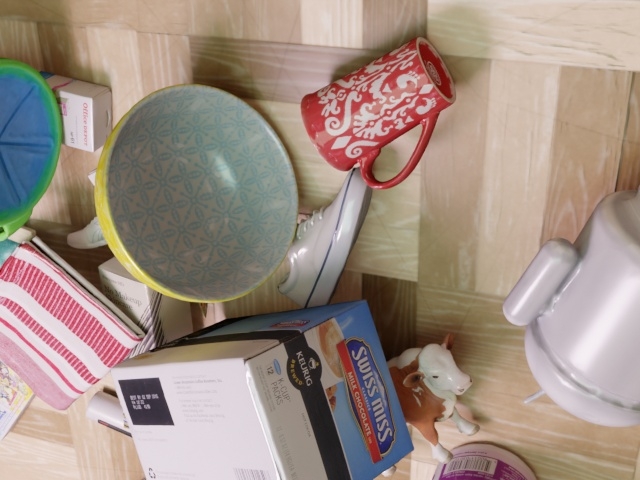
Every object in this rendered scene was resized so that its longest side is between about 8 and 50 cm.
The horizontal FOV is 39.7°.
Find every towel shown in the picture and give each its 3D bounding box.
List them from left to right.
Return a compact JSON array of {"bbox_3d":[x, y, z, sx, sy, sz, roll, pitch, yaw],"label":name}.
[{"bbox_3d":[-0.443,0.147,1.432,0.237,0.037,0.329,43,134,-9],"label":"towel"}]

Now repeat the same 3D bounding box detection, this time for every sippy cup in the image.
[{"bbox_3d":[-0.525,-0.151,1.239,0.224,0.240,0.305,12,94,22],"label":"sippy cup"}]

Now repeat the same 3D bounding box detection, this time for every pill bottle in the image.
[{"bbox_3d":[0.213,0.446,1.267,0.169,0.301,0.169,10,120,18],"label":"pill bottle"}]

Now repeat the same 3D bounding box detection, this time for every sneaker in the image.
[{"bbox_3d":[-0.336,-0.023,1.398,0.152,0.054,0.061,-10,104,20],"label":"sneaker"},{"bbox_3d":[0.000,0.000,1.239,0.091,0.094,0.258,24,124,4],"label":"sneaker"}]

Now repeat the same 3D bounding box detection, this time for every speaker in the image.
[{"bbox_3d":[-0.348,0.317,1.582,0.136,0.055,0.055,20,123,11],"label":"speaker"}]

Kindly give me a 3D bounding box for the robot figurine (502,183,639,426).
[{"bbox_3d":[0.377,0.082,1.063,0.300,0.199,0.353,17,124,-9],"label":"robot figurine"}]

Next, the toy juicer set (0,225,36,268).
[{"bbox_3d":[-0.569,0.013,1.484,0.209,0.089,0.329,34,136,2],"label":"toy juicer set"}]

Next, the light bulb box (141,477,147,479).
[{"bbox_3d":[-0.237,0.605,1.589,0.361,0.225,0.358,-37,98,33],"label":"light bulb box"}]

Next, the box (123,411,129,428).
[{"bbox_3d":[-0.250,0.300,1.518,0.169,0.054,0.059,10,121,8],"label":"box"}]

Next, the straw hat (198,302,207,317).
[{"bbox_3d":[-0.166,0.040,1.347,0.061,0.144,0.144,-16,116,-13],"label":"straw hat"}]

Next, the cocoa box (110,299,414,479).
[{"bbox_3d":[-0.088,0.235,1.243,0.347,0.228,0.231,-13,96,48],"label":"cocoa box"}]

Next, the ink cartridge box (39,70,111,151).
[{"bbox_3d":[-0.376,-0.192,1.318,0.123,0.052,0.088,14,121,14],"label":"ink cartridge box"}]

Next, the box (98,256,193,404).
[{"bbox_3d":[-0.271,0.153,1.425,0.113,0.094,0.275,15,123,31],"label":"box"}]

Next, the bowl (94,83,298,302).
[{"bbox_3d":[-0.190,-0.053,1.206,0.156,0.289,0.289,-14,113,52],"label":"bowl"}]

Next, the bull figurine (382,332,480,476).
[{"bbox_3d":[0.118,0.247,1.315,0.310,0.101,0.188,-20,111,39],"label":"bull figurine"}]

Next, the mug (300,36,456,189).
[{"bbox_3d":[0.085,-0.160,1.116,0.169,0.113,0.150,-28,113,27],"label":"mug"}]

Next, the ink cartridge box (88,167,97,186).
[{"bbox_3d":[-0.263,-0.069,1.308,0.056,0.099,0.135,-24,106,31],"label":"ink cartridge box"}]

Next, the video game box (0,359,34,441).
[{"bbox_3d":[-0.633,0.264,1.677,0.187,0.048,0.205,41,125,0],"label":"video game box"}]
